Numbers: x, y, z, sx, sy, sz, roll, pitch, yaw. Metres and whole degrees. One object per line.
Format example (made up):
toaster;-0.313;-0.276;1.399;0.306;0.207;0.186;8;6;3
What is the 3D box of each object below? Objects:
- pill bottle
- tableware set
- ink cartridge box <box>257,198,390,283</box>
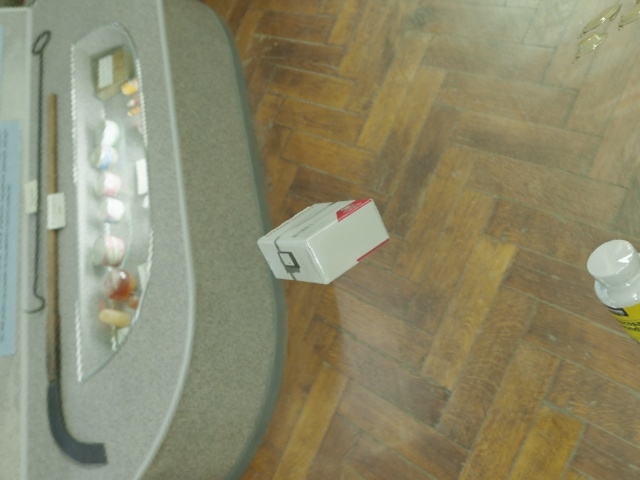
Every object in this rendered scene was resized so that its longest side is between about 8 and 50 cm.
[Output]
pill bottle;0.507;0.085;1.036;0.103;0.184;0.103;-37;25;21
tableware set;0.463;-0.344;1.000;0.141;0.020;0.168;-50;15;-32
ink cartridge box;0.000;0.000;0.843;0.109;0.063;0.150;-34;15;-24
